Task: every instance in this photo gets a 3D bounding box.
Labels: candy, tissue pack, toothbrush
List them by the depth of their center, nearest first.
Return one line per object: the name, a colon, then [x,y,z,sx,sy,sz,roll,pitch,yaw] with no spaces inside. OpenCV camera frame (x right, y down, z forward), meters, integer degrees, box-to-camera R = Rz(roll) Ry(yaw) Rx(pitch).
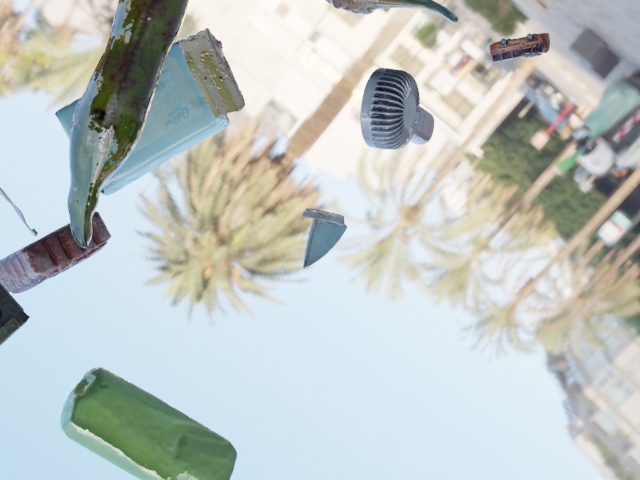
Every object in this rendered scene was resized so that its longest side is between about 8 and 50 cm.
tissue pack: [-0.313,-0.216,1.772,0.177,0.263,0.089,60,180,11]
candy: [-0.324,0.373,1.881,0.343,0.132,0.142,33,-166,-16]
toothbrush: [-0.623,-0.059,2.047,0.131,0.011,0.013,58,-152,-28]

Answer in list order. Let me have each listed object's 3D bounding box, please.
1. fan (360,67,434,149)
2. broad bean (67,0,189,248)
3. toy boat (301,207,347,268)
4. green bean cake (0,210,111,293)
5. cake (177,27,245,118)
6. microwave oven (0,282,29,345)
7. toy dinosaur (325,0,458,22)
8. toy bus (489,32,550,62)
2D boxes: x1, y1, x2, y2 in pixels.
fan: [0.133,-0.205,1.653,0.074,0.130,0.244,9,178,24]
broad bean: [-0.164,-0.157,0.867,0.061,0.339,0.077,20,-179,-25]
toy boat: [0.000,0.001,2.026,0.096,0.122,0.034,12,-174,-4]
green bean cake: [-0.365,0.019,1.358,0.135,0.135,0.056,-37,-79,-40]
cake: [-0.143,-0.217,1.311,0.121,0.052,0.065,68,-172,27]
microwave oven: [-0.449,0.104,1.082,0.163,0.129,0.205,53,-132,-14]
toy dinosaur: [0.106,-0.418,1.618,0.393,0.205,0.092,54,158,37]
toy bus: [0.365,-0.354,1.826,0.031,0.110,0.043,-15,-82,-56]
